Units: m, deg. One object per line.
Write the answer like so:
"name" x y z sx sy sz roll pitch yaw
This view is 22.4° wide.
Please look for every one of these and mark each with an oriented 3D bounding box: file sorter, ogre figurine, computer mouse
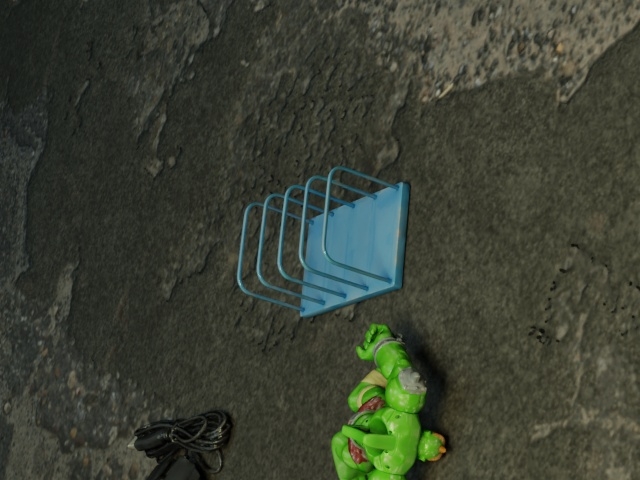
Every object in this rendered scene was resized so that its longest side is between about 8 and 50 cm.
"file sorter" 0.000 0.000 1.741 0.170 0.104 0.118 -21 56 51
"ogre figurine" 0.059 0.189 1.565 0.197 0.097 0.118 -61 20 -5
"computer mouse" -0.196 0.332 1.896 0.188 0.072 0.272 -15 62 52
